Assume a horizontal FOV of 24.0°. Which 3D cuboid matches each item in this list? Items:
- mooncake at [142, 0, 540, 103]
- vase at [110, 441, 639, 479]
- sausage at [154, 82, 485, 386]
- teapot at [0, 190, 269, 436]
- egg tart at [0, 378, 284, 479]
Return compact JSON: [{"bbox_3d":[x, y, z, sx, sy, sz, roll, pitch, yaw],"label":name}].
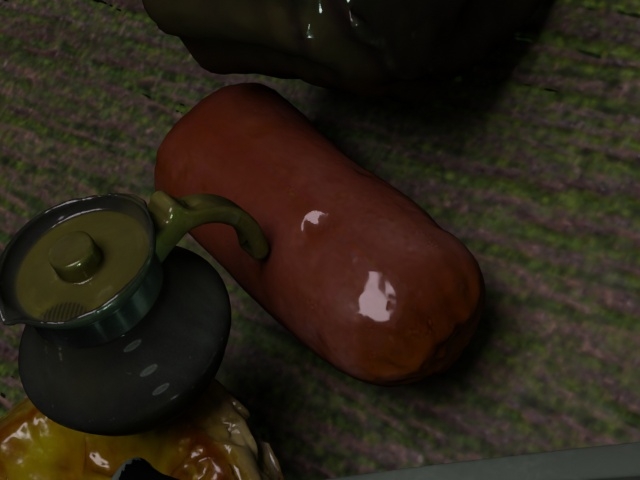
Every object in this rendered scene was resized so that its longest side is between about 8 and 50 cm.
[{"bbox_3d":[0.026,-0.245,0.924,0.187,0.324,0.324,16,76,36],"label":"mooncake"},{"bbox_3d":[0.077,0.169,0.722,0.360,0.165,0.165,0,65,11],"label":"vase"},{"bbox_3d":[0.000,0.000,0.946,0.113,0.113,0.259,-49,50,2],"label":"sausage"},{"bbox_3d":[-0.105,0.032,0.863,0.165,0.119,0.130,-39,47,-15],"label":"teapot"},{"bbox_3d":[-0.124,0.213,0.913,0.294,0.116,0.295,-15,61,28],"label":"egg tart"}]
